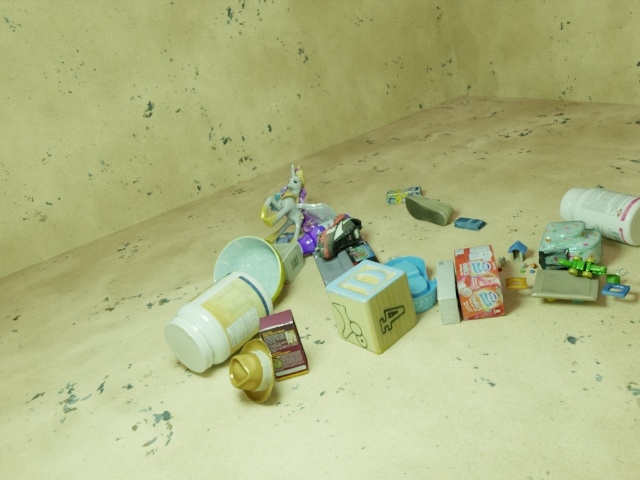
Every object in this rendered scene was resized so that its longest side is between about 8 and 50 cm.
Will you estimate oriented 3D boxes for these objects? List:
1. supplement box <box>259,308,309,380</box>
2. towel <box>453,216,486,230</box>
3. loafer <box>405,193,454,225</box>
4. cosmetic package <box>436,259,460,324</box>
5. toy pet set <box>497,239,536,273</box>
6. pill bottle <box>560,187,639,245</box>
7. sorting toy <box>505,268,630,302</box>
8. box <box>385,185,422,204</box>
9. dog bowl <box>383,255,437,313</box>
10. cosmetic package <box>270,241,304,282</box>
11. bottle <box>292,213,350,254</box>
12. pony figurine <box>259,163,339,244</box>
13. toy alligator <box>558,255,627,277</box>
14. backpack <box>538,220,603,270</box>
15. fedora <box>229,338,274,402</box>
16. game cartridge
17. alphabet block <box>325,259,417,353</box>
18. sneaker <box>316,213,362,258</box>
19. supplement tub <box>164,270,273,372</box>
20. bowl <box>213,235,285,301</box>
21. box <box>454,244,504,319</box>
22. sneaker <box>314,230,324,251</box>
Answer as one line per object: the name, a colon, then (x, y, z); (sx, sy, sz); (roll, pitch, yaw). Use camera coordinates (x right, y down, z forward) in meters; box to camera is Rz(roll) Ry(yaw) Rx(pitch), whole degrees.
supplement box: (-0.109, 0.314, 1.667); (0.104, 0.188, 0.081); (-16, 23, 0)
towel: (0.607, -0.070, 2.265); (0.067, 0.029, 0.119); (-31, 28, -33)
loafer: (0.475, -0.137, 2.419); (0.092, 0.102, 0.268); (-26, 35, -24)
cosmetic package: (0.412, 0.163, 1.794); (0.060, 0.099, 0.239); (-6, 26, 14)
toy pet set: (0.678, 0.054, 1.906); (0.122, 0.065, 0.114); (2, 29, 33)
pill bottle: (0.988, -0.093, 1.920); (0.160, 0.160, 0.283); (-24, 25, -19)
sorting toy: (0.745, 0.145, 1.693); (0.347, 0.047, 0.196); (1, 22, 28)
box: (0.403, -0.216, 2.677); (0.168, 0.054, 0.059); (-9, 24, 17)
dog bowl: (0.303, 0.152, 1.912); (0.165, 0.074, 0.297); (-16, 23, -1)
cosmetic package: (-0.243, 0.097, 2.319); (0.309, 0.113, 0.160); (-4, 26, 26)
bottle: (0.014, -0.015, 2.396); (0.282, 0.118, 0.092); (-24, -7, -19)
pony figurine: (-0.109, -0.114, 2.490); (0.302, 0.351, 0.363); (-1, 47, 38)
toy alligator: (0.820, 0.088, 1.678); (0.189, 0.051, 0.056); (12, 74, 33)
backpack: (0.819, 0.015, 1.815); (0.188, 0.144, 0.166); (3, 24, 29)
fedora: (-0.208, 0.377, 1.598); (0.079, 0.194, 0.194); (5, 8, -39)
game cartridge: (0.107, 0.096, 2.177); (0.230, 0.068, 0.355); (-21, 24, -2)
alphabet block: (0.160, 0.203, 1.738); (0.193, 0.197, 0.192); (-31, 29, -30)
sneaker: (0.085, -0.016, 2.244); (0.135, 0.098, 0.276); (5, 34, 28)
supplement tub: (-0.337, 0.268, 1.860); (0.228, 0.228, 0.316); (7, 32, 41)
bowl: (-0.247, 0.135, 2.129); (0.289, 0.290, 0.156); (-5, -11, 22)
box: (0.504, 0.130, 1.776); (0.128, 0.123, 0.257); (-10, 25, 15)
sneaker: (0.000, 0.000, 2.307); (0.119, 0.057, 0.047); (-48, -1, -45)
